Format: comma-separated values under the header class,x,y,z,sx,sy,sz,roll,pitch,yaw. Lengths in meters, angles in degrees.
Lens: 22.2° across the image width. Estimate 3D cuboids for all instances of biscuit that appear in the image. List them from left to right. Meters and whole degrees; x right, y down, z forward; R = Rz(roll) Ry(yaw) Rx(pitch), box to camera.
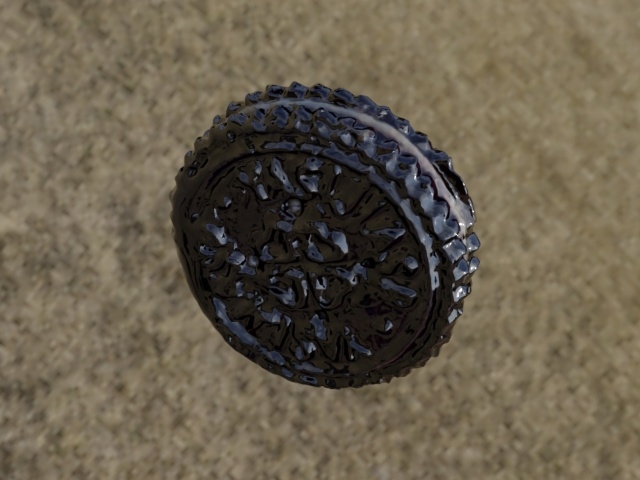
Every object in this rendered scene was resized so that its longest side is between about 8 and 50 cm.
class,x,y,z,sx,sy,sz,roll,pitch,yaw
biscuit,0.000,0.000,0.954,0.194,0.194,0.053,40,37,-2
